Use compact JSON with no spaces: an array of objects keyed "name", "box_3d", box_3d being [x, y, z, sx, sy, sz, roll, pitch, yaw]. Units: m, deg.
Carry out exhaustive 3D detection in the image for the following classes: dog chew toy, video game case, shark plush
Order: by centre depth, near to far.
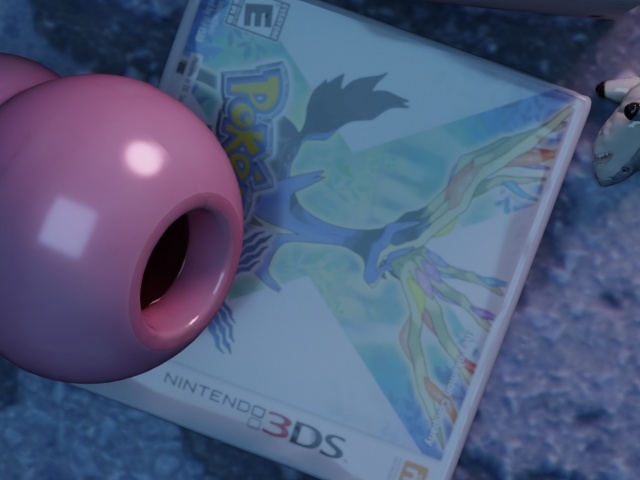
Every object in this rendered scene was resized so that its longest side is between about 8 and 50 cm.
[{"name":"dog chew toy","box_3d":[-0.216,-0.035,1.154,0.332,0.207,0.206,23,95,30]},{"name":"shark plush","box_3d":[0.266,-0.093,1.209,0.161,0.073,0.067,-22,111,-14]},{"name":"video game case","box_3d":[0.000,0.000,1.230,0.300,0.036,0.329,20,94,4]}]

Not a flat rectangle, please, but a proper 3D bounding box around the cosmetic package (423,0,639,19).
[{"name":"cosmetic package","box_3d":[0.136,-0.343,1.142,0.197,0.155,0.365,4,92,1]}]
